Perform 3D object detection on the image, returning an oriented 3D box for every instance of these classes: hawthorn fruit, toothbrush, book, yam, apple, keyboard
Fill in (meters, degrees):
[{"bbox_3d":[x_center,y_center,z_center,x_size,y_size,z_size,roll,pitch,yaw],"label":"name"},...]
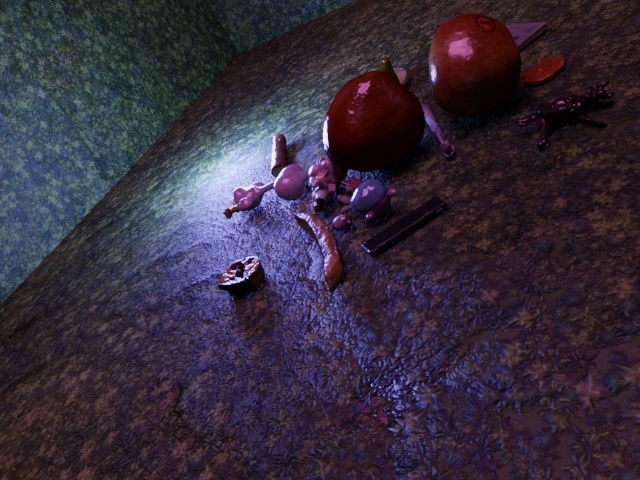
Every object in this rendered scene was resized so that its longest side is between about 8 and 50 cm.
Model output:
[{"bbox_3d":[0.148,-0.349,1.563,0.311,0.295,0.295,-23,31,-2],"label":"hawthorn fruit"},{"bbox_3d":[0.353,-0.351,1.616,0.035,0.042,0.413,-25,30,14],"label":"toothbrush"},{"bbox_3d":[0.609,-0.662,1.819,0.282,0.025,0.215,-41,31,-8],"label":"book"},{"bbox_3d":[-0.161,-0.335,2.044,0.066,0.066,0.300,-26,32,12],"label":"yam"},{"bbox_3d":[0.451,-0.508,1.527,0.250,0.277,0.309,-1,68,24],"label":"apple"},{"bbox_3d":[0.212,-0.036,1.326,0.231,0.023,0.072,-33,24,0],"label":"keyboard"}]

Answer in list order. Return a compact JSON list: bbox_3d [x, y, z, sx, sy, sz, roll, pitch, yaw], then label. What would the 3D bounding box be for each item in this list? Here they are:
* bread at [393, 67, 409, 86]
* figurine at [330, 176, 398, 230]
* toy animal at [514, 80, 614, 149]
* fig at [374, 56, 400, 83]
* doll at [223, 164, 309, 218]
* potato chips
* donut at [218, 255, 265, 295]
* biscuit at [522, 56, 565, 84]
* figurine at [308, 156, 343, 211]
[{"bbox_3d":[0.226,-0.587,2.053,0.267,0.040,0.267,-24,33,17],"label":"bread"},{"bbox_3d":[0.094,-0.111,1.462,0.205,0.103,0.260,-38,21,-10],"label":"figurine"},{"bbox_3d":[0.609,-0.314,1.305,0.232,0.084,0.148,-20,22,24],"label":"toy animal"},{"bbox_3d":[0.218,-0.504,1.811,0.233,0.167,0.167,-39,17,50],"label":"fig"},{"bbox_3d":[-0.177,-0.174,1.808,0.365,0.094,0.160,-15,28,26],"label":"doll"},{"bbox_3d":[0.000,0.000,1.436,0.080,0.057,0.407,-30,31,0],"label":"potato chips"},{"bbox_3d":[-0.221,0.105,1.494,0.140,0.059,0.140,-24,32,17],"label":"donut"},{"bbox_3d":[0.658,-0.498,1.551,0.130,0.019,0.102,-37,32,-6],"label":"biscuit"},{"bbox_3d":[0.014,-0.181,1.623,0.112,0.137,0.229,7,44,3],"label":"figurine"}]
